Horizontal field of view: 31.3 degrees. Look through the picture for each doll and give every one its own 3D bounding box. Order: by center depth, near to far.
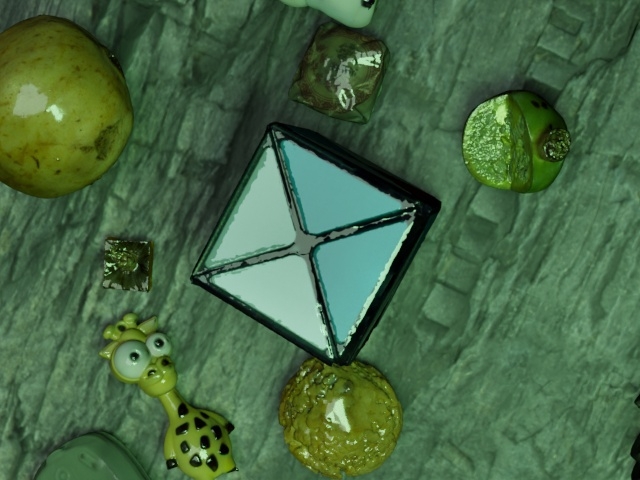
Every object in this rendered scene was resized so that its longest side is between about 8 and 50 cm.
[{"bbox_3d":[0.007,-0.371,1.620,0.180,0.107,0.110,22,115,15],"label":"doll"},{"bbox_3d":[-0.223,0.237,1.710,0.117,0.086,0.291,-30,83,-29],"label":"doll"}]

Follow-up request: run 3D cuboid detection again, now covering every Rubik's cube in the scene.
[{"bbox_3d":[0.000,0.000,1.567,0.248,0.250,0.246,28,98,7],"label":"Rubik's cube"}]

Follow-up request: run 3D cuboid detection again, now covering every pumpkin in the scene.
[{"bbox_3d":[-0.290,0.036,1.729,0.074,0.054,0.083,2,88,7],"label":"pumpkin"}]

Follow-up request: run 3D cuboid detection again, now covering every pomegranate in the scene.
[{"bbox_3d":[0.284,-0.137,1.559,0.169,0.122,0.143,-4,99,47],"label":"pomegranate"},{"bbox_3d":[-0.389,-0.191,1.636,0.260,0.260,0.260,1,93,12],"label":"pomegranate"}]

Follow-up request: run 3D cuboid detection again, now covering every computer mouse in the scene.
[{"bbox_3d":[-0.308,0.451,1.734,0.197,0.095,0.331,-34,77,10],"label":"computer mouse"}]

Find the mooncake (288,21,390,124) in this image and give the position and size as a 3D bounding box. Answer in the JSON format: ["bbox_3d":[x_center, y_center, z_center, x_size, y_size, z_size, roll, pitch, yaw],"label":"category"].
[{"bbox_3d":[0.027,-0.241,1.639,0.125,0.073,0.130,22,95,12],"label":"mooncake"}]

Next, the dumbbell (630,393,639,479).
[{"bbox_3d":[0.530,0.302,1.499,0.290,0.192,0.192,40,100,7],"label":"dumbbell"}]

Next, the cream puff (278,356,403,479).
[{"bbox_3d":[0.026,0.251,1.635,0.189,0.129,0.189,1,94,9],"label":"cream puff"}]
